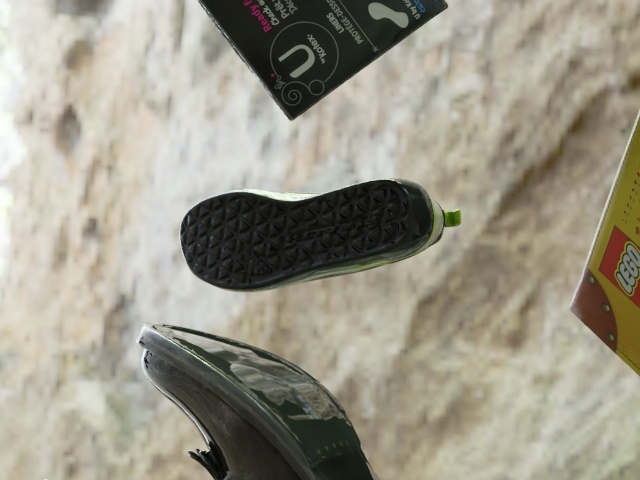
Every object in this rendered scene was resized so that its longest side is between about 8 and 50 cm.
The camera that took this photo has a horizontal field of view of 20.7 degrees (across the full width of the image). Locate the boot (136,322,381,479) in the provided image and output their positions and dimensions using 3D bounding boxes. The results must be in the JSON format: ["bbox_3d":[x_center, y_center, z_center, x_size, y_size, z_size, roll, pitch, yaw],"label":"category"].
[{"bbox_3d":[-0.046,0.192,0.876,0.263,0.091,0.229,40,-75,26],"label":"boot"}]

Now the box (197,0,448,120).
[{"bbox_3d":[-0.018,-0.209,1.306,0.142,0.163,0.247,-37,-167,6],"label":"box"}]

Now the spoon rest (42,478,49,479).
[{"bbox_3d":[-0.155,0.295,1.386,0.084,0.276,0.137,-23,-146,33],"label":"spoon rest"}]

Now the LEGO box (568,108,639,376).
[{"bbox_3d":[0.429,-0.124,1.294,0.193,0.372,0.500,45,-36,28],"label":"LEGO box"}]

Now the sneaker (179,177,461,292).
[{"bbox_3d":[0.000,0.000,1.428,0.097,0.234,0.084,10,78,-65],"label":"sneaker"}]
